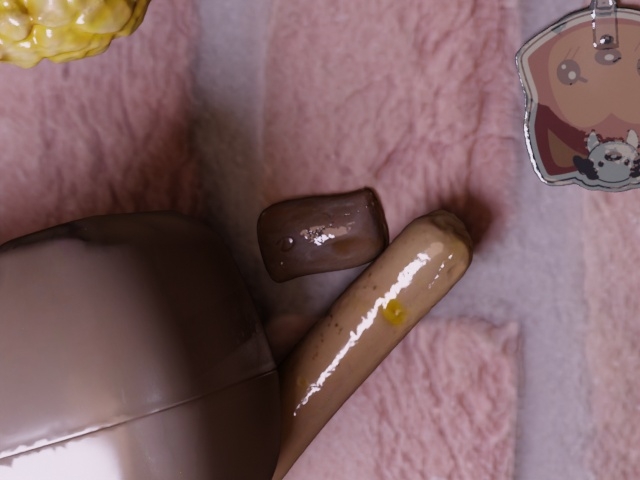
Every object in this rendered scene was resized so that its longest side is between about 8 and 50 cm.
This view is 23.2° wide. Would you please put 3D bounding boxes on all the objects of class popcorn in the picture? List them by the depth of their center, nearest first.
[{"bbox_3d":[-0.198,-0.208,1.091,0.170,0.180,0.180,8,107,3],"label":"popcorn"}]

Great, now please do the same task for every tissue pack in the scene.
[{"bbox_3d":[-0.226,0.149,1.133,0.387,0.267,0.276,-16,91,18],"label":"tissue pack"}]

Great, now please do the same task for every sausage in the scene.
[{"bbox_3d":[0.009,0.094,1.193,0.066,0.066,0.301,40,107,-2],"label":"sausage"}]

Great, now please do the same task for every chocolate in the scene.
[{"bbox_3d":[0.000,0.000,1.187,0.101,0.031,0.064,-8,108,11],"label":"chocolate"}]

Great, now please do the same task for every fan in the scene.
[{"bbox_3d":[0.205,-0.141,1.121,0.132,0.009,0.220,-5,106,9],"label":"fan"}]
